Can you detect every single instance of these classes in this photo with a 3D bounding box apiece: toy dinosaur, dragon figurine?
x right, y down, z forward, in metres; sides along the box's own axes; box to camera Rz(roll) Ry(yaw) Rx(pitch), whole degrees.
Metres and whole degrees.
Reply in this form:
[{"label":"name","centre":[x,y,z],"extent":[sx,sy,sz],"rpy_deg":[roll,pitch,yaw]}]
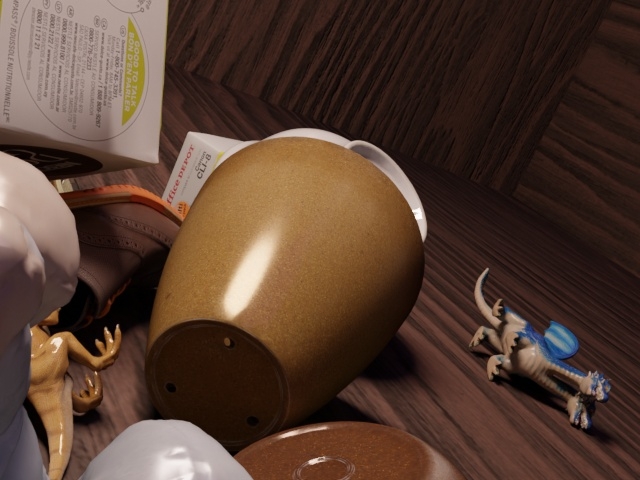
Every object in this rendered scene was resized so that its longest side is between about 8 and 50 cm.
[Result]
[{"label":"toy dinosaur","centre":[-0.197,0.102,0.723],"extent":[0.112,0.064,0.211],"rpy_deg":[10,43,-51]},{"label":"dragon figurine","centre":[0.291,0.149,1.363],"extent":[0.144,0.085,0.289],"rpy_deg":[23,17,-18]}]

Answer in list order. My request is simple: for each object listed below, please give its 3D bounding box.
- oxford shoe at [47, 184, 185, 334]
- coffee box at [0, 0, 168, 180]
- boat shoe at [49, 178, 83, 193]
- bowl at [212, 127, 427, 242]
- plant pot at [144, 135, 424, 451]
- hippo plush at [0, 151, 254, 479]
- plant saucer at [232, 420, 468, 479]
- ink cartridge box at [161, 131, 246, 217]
[{"label":"oxford shoe","centre":[-0.224,0.028,0.900],"extent":[0.364,0.130,0.132],"rpy_deg":[8,49,-59]},{"label":"coffee box","centre":[-0.357,-0.233,0.850],"extent":[0.338,0.338,0.334],"rpy_deg":[-4,-9,38]},{"label":"boat shoe","centre":[-0.293,-0.045,1.136],"extent":[0.049,0.056,0.152],"rpy_deg":[23,22,-32]},{"label":"bowl","centre":[0.027,-0.021,1.142],"extent":[0.298,0.134,0.298],"rpy_deg":[34,36,-30]},{"label":"plant pot","centre":[-0.047,0.063,0.861],"extent":[0.237,0.237,0.254],"rpy_deg":[26,28,3]},{"label":"hippo plush","centre":[-0.154,0.137,0.403],"extent":[0.236,0.294,0.234],"rpy_deg":[48,22,-15]},{"label":"plant saucer","centre":[0.004,0.168,0.663],"extent":[0.199,0.036,0.198],"rpy_deg":[-6,16,2]},{"label":"ink cartridge box","centre":[-0.102,-0.046,1.310],"extent":[0.176,0.128,0.127],"rpy_deg":[34,17,35]}]
